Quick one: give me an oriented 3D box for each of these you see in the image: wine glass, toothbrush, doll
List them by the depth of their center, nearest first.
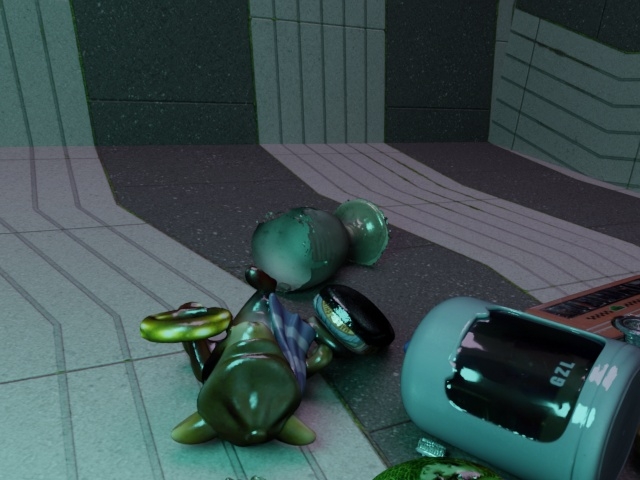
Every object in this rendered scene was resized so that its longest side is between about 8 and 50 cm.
[{"bbox_3d":[0.273,0.350,1.024,0.288,0.026,0.024,18,20,25],"label":"toothbrush"},{"bbox_3d":[-0.108,0.172,1.104,0.317,0.209,0.340,14,16,-3],"label":"doll"},{"bbox_3d":[0.002,0.005,1.660,0.190,0.191,0.357,21,19,33],"label":"wine glass"}]

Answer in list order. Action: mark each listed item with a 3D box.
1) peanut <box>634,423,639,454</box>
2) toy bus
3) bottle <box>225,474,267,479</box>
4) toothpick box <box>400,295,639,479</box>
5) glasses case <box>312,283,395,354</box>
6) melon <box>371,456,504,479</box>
[{"bbox_3d":[0.558,0.305,1.107,0.140,0.109,0.159,-2,48,-42],"label":"peanut"},{"bbox_3d":[0.563,0.194,1.312,0.426,0.203,0.233,-10,21,-35],"label":"toy bus"},{"bbox_3d":[-0.072,0.335,0.841,0.152,0.099,0.099,16,21,32],"label":"bottle"},{"bbox_3d":[0.281,0.227,1.078,0.354,0.263,0.263,18,22,35],"label":"toothpick box"},{"bbox_3d":[0.065,0.144,1.271,0.122,0.082,0.321,44,3,15],"label":"glasses case"},{"bbox_3d":[0.112,0.319,0.837,0.265,0.169,0.129,-1,20,-26],"label":"melon"}]
